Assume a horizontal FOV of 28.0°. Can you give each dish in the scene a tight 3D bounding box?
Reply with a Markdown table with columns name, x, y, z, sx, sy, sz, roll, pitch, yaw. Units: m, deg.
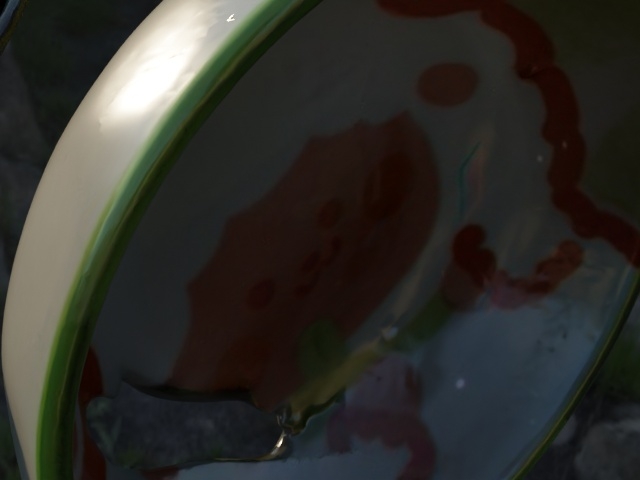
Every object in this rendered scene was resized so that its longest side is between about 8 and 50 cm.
| name | x | y | z | sx | sy | sz | roll | pitch | yaw |
| --- | --- | --- | --- | --- | --- | --- | --- | --- | --- |
| dish | 0.000 | 0.000 | 0.519 | 0.324 | 0.324 | 0.124 | -20 | 39 | -37 |

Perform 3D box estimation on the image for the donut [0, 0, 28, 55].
| name | x | y | z | sx | sy | sz | roll | pitch | yaw |
| --- | --- | --- | --- | --- | --- | --- | --- | --- | --- |
| donut | -0.255 | -0.158 | 0.623 | 0.272 | 0.272 | 0.107 | 9 | 5 | -1 |
